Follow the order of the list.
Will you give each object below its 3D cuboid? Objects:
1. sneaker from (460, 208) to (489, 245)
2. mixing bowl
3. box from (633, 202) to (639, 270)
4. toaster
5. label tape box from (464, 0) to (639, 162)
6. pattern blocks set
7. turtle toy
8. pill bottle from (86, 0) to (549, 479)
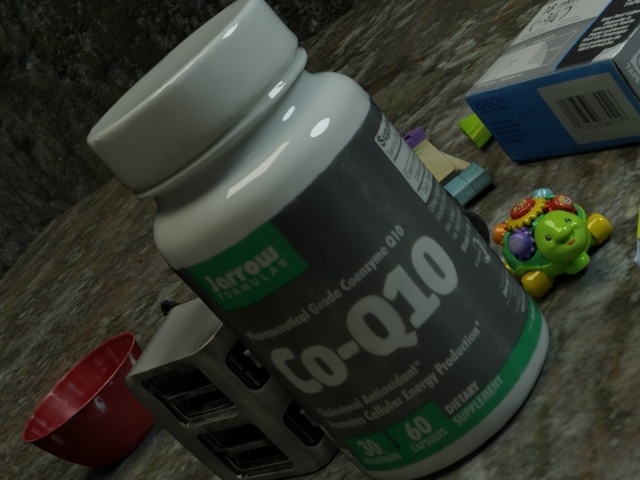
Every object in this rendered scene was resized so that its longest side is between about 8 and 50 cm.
[{"bbox_3d":[0.062,0.037,1.189,0.228,0.086,0.132,-36,9,4],"label":"sneaker"},{"bbox_3d":[-0.265,0.210,1.440,0.181,0.098,0.181,-37,16,13],"label":"mixing bowl"},{"bbox_3d":[0.261,-0.006,0.803,0.042,0.109,0.178,-28,21,32],"label":"box"},{"bbox_3d":[-0.073,0.130,1.098,0.185,0.168,0.110,-22,26,47],"label":"toaster"},{"bbox_3d":[0.338,-0.238,1.231,0.334,0.106,0.240,-48,18,-21],"label":"label tape box"},{"bbox_3d":[0.102,-0.060,1.438,0.285,0.026,0.325,-37,17,13],"label":"pattern blocks set"},{"bbox_3d":[0.197,-0.004,1.016,0.095,0.066,0.130,-42,16,-2],"label":"turtle toy"},{"bbox_3d":[0.000,0.000,0.926,0.204,0.361,0.204,-37,17,13],"label":"pill bottle"}]
